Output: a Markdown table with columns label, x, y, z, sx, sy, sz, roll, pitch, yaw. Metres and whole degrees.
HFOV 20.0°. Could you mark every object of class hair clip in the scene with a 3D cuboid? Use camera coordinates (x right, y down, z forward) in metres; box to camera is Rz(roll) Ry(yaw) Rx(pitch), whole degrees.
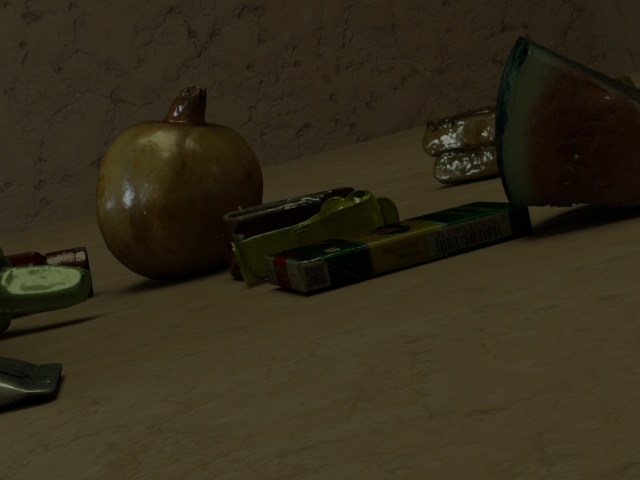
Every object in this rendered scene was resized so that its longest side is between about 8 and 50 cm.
| label | x | y | z | sx | sy | sz | roll | pitch | yaw |
| --- | --- | --- | --- | --- | --- | --- | --- | --- | --- |
| hair clip | 0.000 | 0.000 | 1.859 | 0.173 | 0.072 | 0.046 | -22 | 7 | 11 |

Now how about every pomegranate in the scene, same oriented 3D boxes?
| label | x | y | z | sx | sy | sz | roll | pitch | yaw |
| --- | --- | --- | --- | --- | --- | --- | --- | --- | --- |
| pomegranate | -0.167 | -0.053 | 2.136 | 0.207 | 0.207 | 0.207 | -13 | 6 | 1 |

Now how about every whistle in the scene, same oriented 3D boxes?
| label | x | y | z | sx | sy | sz | roll | pitch | yaw |
| --- | --- | --- | --- | --- | --- | --- | --- | --- | --- |
| whistle | -0.391 | 0.067 | 1.973 | 0.294 | 0.141 | 0.141 | 6 | 8 | 6 |

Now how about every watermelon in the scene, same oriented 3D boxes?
| label | x | y | z | sx | sy | sz | roll | pitch | yaw |
| --- | --- | --- | --- | --- | --- | --- | --- | --- | --- |
| watermelon | 0.282 | -0.084 | 1.766 | 0.318 | 0.148 | 0.226 | 12 | 13 | -47 |

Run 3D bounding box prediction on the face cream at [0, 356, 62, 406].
| label | x | y | z | sx | sy | sz | roll | pitch | yaw |
| --- | --- | --- | --- | --- | --- | --- | --- | --- | --- |
| face cream | -0.369 | 0.120 | 1.468 | 0.314 | 0.089 | 0.143 | -6 | 4 | -4 |

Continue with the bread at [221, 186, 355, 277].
| label | x | y | z | sx | sy | sz | roll | pitch | yaw |
| --- | --- | --- | --- | --- | --- | --- | --- | --- | --- |
| bread | -0.031 | -0.011 | 1.972 | 0.160 | 0.073 | 0.160 | -14 | 6 | 2 |

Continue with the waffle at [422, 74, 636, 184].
| label | x | y | z | sx | sy | sz | roll | pitch | yaw |
| --- | --- | --- | --- | --- | --- | --- | --- | --- | --- |
| waffle | 0.305 | -0.159 | 2.557 | 0.224 | 0.098 | 0.328 | -9 | 5 | 30 |

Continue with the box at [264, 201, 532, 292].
| label | x | y | z | sx | sy | sz | roll | pitch | yaw |
| --- | --- | --- | --- | --- | --- | --- | --- | --- | --- |
| box | 0.073 | 0.004 | 1.764 | 0.235 | 0.034 | 0.132 | -14 | 6 | -16 |

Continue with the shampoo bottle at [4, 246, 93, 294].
| label | x | y | z | sx | sy | sz | roll | pitch | yaw |
| --- | --- | --- | --- | --- | --- | --- | --- | --- | --- |
| shampoo bottle | -0.402 | 0.057 | 2.156 | 0.260 | 0.064 | 0.102 | -9 | 17 | -5 |
